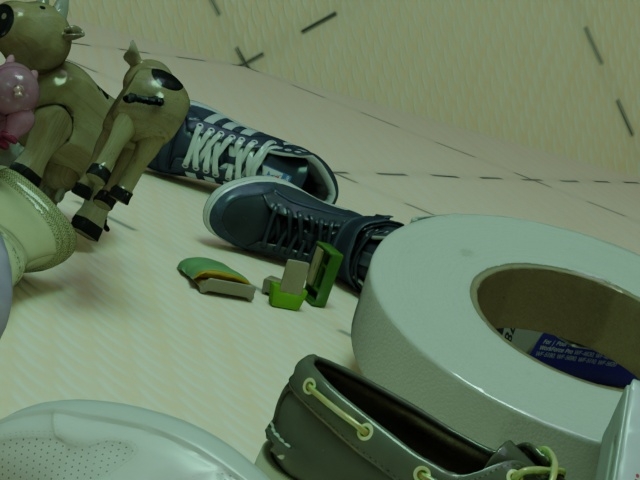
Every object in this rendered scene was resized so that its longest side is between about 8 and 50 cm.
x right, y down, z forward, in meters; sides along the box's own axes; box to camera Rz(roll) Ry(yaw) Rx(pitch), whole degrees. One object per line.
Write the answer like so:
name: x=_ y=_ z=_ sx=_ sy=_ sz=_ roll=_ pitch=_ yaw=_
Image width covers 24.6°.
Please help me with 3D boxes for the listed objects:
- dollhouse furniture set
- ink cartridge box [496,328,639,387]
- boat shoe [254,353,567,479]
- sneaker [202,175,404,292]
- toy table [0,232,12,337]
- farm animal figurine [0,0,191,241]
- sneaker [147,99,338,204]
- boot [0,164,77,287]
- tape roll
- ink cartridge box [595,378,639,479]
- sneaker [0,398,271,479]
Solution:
dollhouse furniture set: x=-0.056 y=0.024 z=1.429 sx=0.151 sy=0.059 sz=0.076 roll=11 pitch=13 yaw=-26
ink cartridge box: x=0.222 y=0.082 z=1.546 sx=0.165 sy=0.065 sz=0.332 roll=10 pitch=13 yaw=-29
boat shoe: x=0.101 y=0.167 z=0.936 sx=0.305 sy=0.091 sz=0.109 roll=22 pitch=13 yaw=20
sneaker: x=0.001 y=-0.002 z=1.555 sx=0.226 sy=0.086 sz=0.163 roll=12 pitch=11 yaw=-30
toy table: x=-0.328 y=-0.006 z=0.838 sx=0.274 sy=0.252 sz=0.161 roll=11 pitch=-6 yaw=11
farm animal figurine: x=-0.237 y=-0.127 z=1.338 sx=0.330 sy=0.172 sz=0.327 roll=23 pitch=-16 yaw=19
sneaker: x=-0.109 y=-0.098 z=1.800 sx=0.282 sy=0.099 sz=0.153 roll=16 pitch=10 yaw=-22
boot: x=-0.340 y=-0.029 z=1.182 sx=0.261 sy=0.095 sz=0.203 roll=20 pitch=13 yaw=6
tape roll: x=0.216 y=0.098 z=1.264 sx=0.392 sy=0.072 sz=0.392 roll=13 pitch=25 yaw=-6
ink cartridge box: x=0.277 y=0.186 z=1.011 sx=0.175 sy=0.072 sz=0.127 roll=18 pitch=48 yaw=4
sneaker: x=-0.070 y=0.155 z=0.607 sx=0.292 sy=0.108 sz=0.169 roll=24 pitch=11 yaw=24
